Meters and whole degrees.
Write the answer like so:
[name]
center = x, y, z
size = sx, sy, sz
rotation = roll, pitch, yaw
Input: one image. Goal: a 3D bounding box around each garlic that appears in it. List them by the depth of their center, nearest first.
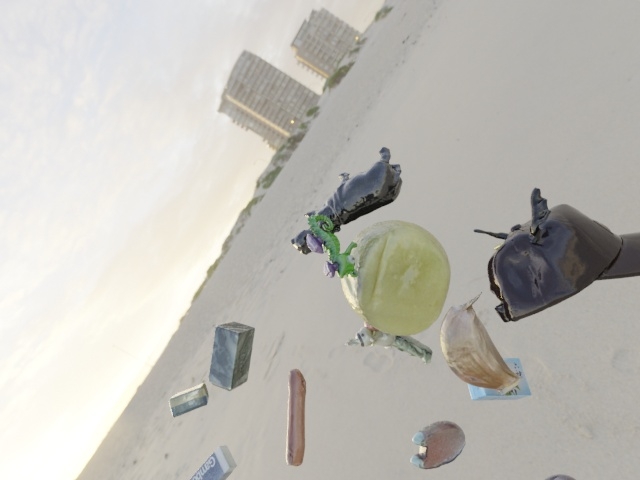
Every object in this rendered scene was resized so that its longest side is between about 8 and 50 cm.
[garlic]
center = 0.299, 0.195, 0.796
size = 0.090, 0.198, 0.128
rotation = -20, 2, -35

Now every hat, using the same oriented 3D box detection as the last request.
[hat]
center = 0.451, -0.007, 0.760
size = 0.336, 0.209, 0.238
rotation = -24, -5, 9

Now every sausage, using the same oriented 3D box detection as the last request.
[sausage]
center = -0.050, 0.358, 0.833
size = 0.043, 0.043, 0.186
rotation = 127, 147, -54

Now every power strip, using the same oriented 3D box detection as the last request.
[power strip]
center = -0.223, 0.272, 0.698
size = 0.056, 0.032, 0.123
rotation = -16, -12, -18

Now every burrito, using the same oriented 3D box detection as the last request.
[burrito]
center = 0.323, 0.409, 1.684
size = 0.066, 0.309, 0.096
rotation = -64, -9, 20

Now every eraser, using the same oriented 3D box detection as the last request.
[eraser]
center = -0.387, 0.830, 1.422
size = 0.212, 0.092, 0.046
rotation = -50, -36, 7

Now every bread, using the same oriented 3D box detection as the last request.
[bread]
center = 0.207, 0.101, 1.157
size = 0.320, 0.320, 0.237
rotation = -57, 7, 17

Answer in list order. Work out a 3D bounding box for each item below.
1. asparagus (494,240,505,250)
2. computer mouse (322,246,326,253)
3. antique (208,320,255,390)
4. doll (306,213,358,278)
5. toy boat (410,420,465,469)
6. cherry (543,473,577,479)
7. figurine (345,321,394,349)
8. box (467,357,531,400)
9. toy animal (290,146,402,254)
[asparagus]
center = 0.743, -0.005, 1.568
size = 0.025, 0.024, 0.248
rotation = -50, -7, -18
[computer mouse]
center = 0.000, 0.000, 1.553
size = 0.056, 0.110, 0.032
rotation = -23, 9, 29
[antique]
center = -0.262, 0.342, 1.195
size = 0.088, 0.086, 0.183
rotation = 1, -82, -65
[doll]
center = 0.029, 0.011, 0.970
size = 0.115, 0.190, 0.050
rotation = -20, -23, -39
[toy boat]
center = 0.410, 0.714, 1.442
size = 0.085, 0.227, 0.155
rotation = -165, 74, -64
[cherry]
center = 0.711, 0.751, 1.170
size = 0.148, 0.188, 0.115
rotation = -49, 33, 5
[figurine]
center = 0.151, 0.286, 1.261
size = 0.081, 0.146, 0.098
rotation = 106, 167, -57
[box]
center = 0.671, 0.527, 1.545
size = 0.083, 0.232, 0.143
rotation = 124, 147, -51
[toy animal]
center = 0.068, -0.098, 1.078
size = 0.343, 0.106, 0.168
rotation = -36, 30, 23
